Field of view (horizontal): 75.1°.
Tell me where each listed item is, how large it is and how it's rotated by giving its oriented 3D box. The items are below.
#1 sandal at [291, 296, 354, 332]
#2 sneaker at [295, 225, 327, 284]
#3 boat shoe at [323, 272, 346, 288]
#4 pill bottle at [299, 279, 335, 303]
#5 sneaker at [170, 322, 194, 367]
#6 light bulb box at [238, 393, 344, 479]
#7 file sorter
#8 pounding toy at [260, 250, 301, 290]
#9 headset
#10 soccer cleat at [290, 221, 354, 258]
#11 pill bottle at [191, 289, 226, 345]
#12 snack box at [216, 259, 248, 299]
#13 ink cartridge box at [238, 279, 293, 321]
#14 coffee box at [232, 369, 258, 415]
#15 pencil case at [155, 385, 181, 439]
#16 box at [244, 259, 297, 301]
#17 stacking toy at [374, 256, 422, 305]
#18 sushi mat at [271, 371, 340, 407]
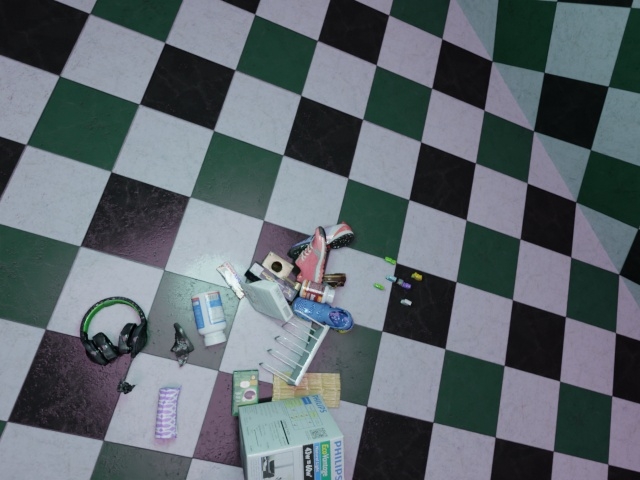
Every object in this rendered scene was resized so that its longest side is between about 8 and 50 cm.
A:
[{"bbox_3d":[0.023,0.334,1.916,0.317,0.138,0.126,18,76,-9],"label":"sandal"},{"bbox_3d":[-0.045,0.081,1.899,0.136,0.116,0.314,5,117,-3],"label":"sneaker"},{"bbox_3d":[0.071,0.190,1.936,0.073,0.207,0.073,4,88,25],"label":"boat shoe"},{"bbox_3d":[-0.013,0.236,1.893,0.151,0.086,0.086,15,75,4],"label":"pill bottle"},{"bbox_3d":[-0.601,0.441,1.765,0.089,0.051,0.170,-32,92,-24],"label":"sneaker"},{"bbox_3d":[-0.126,0.810,1.642,0.360,0.358,0.225,-3,97,-15],"label":"light bulb box"},{"bbox_3d":[-0.118,0.461,1.812,0.173,0.193,0.278,33,67,-3],"label":"file sorter"},{"bbox_3d":[-0.163,0.138,1.880,0.206,0.181,0.094,33,72,-7],"label":"pounding toy"},{"bbox_3d":[-0.807,0.407,1.646,0.243,0.185,0.394,-16,72,-17],"label":"headset"},{"bbox_3d":[0.000,0.000,2.008,0.318,0.109,0.116,-19,47,-6],"label":"soccer cleat"},{"bbox_3d":[-0.473,0.332,1.786,0.124,0.124,0.222,-11,82,-17],"label":"pill bottle"},{"bbox_3d":[-0.394,0.180,1.892,0.064,0.022,0.178,-37,90,-20],"label":"snack box"},{"bbox_3d":[-0.237,0.247,1.794,0.056,0.224,0.181,-43,125,-32],"label":"ink cartridge box"},{"bbox_3d":[-0.325,0.657,1.802,0.113,0.040,0.184,1,78,-16],"label":"coffee box"},{"bbox_3d":[-0.617,0.699,1.689,0.088,0.086,0.206,0,79,-2],"label":"pencil case"},{"bbox_3d":[-0.225,0.191,1.851,0.232,0.183,0.059,38,71,-6],"label":"box"},{"bbox_3d":[0.388,0.207,2.090,0.221,0.052,0.167,29,71,-6],"label":"stacking toy"},{"bbox_3d":[-0.062,0.675,1.882,0.316,0.019,0.152,7,76,-15],"label":"sushi mat"}]
